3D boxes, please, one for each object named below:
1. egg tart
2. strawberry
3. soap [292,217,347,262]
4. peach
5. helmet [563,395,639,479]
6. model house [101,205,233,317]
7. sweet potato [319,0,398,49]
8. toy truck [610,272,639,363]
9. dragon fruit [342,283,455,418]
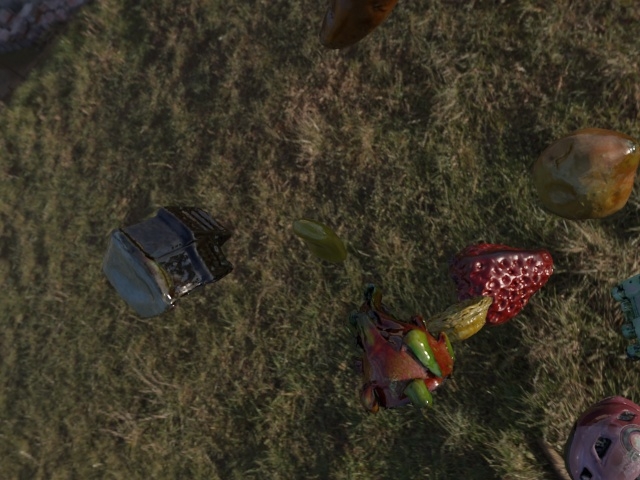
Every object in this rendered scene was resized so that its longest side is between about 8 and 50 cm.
[{"bbox_3d":[0.233,0.133,0.845,0.129,0.129,0.049,-29,84,16],"label":"egg tart"},{"bbox_3d":[0.610,0.137,1.715,0.346,0.317,0.295,-13,63,5],"label":"strawberry"},{"bbox_3d":[0.001,-0.001,0.958,0.089,0.140,0.045,24,77,29],"label":"soap"},{"bbox_3d":[0.614,-0.154,1.162,0.215,0.235,0.214,4,70,-10],"label":"peach"},{"bbox_3d":[0.703,0.500,1.202,0.198,0.154,0.253,40,89,19],"label":"helmet"},{"bbox_3d":[-0.183,0.022,0.662,0.165,0.106,0.152,38,49,26],"label":"model house"},{"bbox_3d":[0.067,-0.299,0.390,0.112,0.112,0.359,57,144,35],"label":"sweet potato"},{"bbox_3d":[0.956,0.227,1.474,0.128,0.135,0.259,131,145,-50],"label":"toy truck"},{"bbox_3d":[0.085,0.139,0.632,0.139,0.142,0.175,-23,65,-27],"label":"dragon fruit"}]
